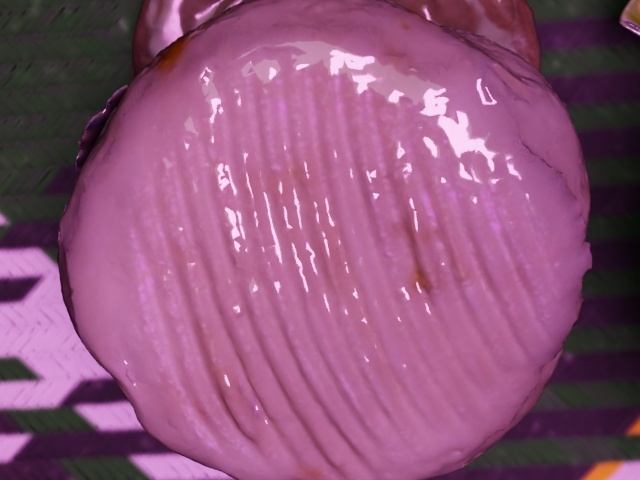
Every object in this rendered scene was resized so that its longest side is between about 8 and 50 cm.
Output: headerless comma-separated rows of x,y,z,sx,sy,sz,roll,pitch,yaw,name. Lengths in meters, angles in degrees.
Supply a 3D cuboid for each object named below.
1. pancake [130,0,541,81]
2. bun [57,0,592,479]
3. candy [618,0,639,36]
0.012,-0.070,0.612,0.222,0.042,0.236,-41,89,8,pancake
0.000,0.000,0.534,0.239,0.141,0.239,3,108,8,bun
0.209,-0.169,0.505,0.062,0.194,0.097,30,56,4,candy
